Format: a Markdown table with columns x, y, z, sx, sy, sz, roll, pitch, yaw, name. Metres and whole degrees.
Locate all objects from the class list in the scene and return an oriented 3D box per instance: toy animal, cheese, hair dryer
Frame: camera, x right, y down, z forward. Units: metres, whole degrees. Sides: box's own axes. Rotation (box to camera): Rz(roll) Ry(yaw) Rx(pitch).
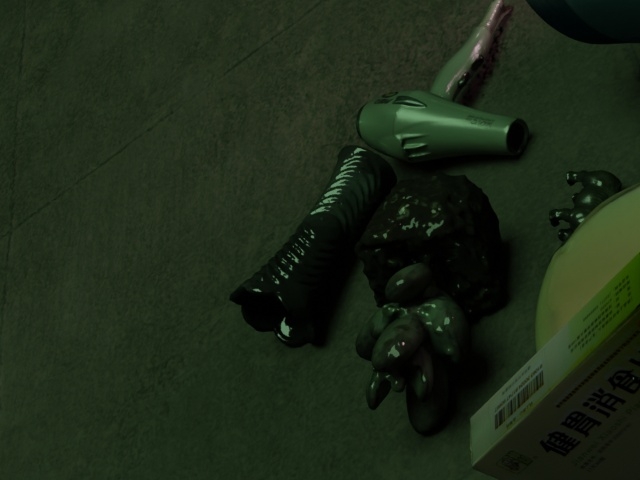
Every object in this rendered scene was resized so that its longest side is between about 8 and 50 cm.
| x | y | z | sx | sy | sz | roll | pitch | yaw | name |
| --- | --- | --- | --- | --- | --- | --- | --- | --- | --- |
| 0.273 | -0.017 | 2.044 | 0.065 | 0.047 | 0.135 | -3 | 46 | 38 | toy animal |
| 0.323 | 0.055 | 1.827 | 0.266 | 0.127 | 0.233 | -25 | 38 | 34 | cheese |
| 0.193 | -0.180 | 2.312 | 0.267 | 0.092 | 0.229 | -43 | 38 | -12 | hair dryer |

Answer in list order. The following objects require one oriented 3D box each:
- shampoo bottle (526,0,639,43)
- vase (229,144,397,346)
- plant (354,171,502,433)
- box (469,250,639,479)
| x | y | z | sx | sy | sz | roll | pitch | yaw | name |
| --- | --- | --- | --- | --- | --- | --- | --- | --- | --- |
| 0.409 | -0.370 | 2.007 | 0.343 | 0.331 | 0.331 | 4 | 57 | 50 | shampoo bottle |
| 0.000 | 0.000 | 2.306 | 0.115 | 0.115 | 0.237 | 0 | 50 | 50 | vase |
| 0.104 | 0.061 | 2.063 | 0.149 | 0.146 | 0.274 | -18 | 42 | 34 | plant |
| 0.271 | 0.135 | 1.682 | 0.260 | 0.175 | 0.062 | -49 | 25 | 37 | box |
